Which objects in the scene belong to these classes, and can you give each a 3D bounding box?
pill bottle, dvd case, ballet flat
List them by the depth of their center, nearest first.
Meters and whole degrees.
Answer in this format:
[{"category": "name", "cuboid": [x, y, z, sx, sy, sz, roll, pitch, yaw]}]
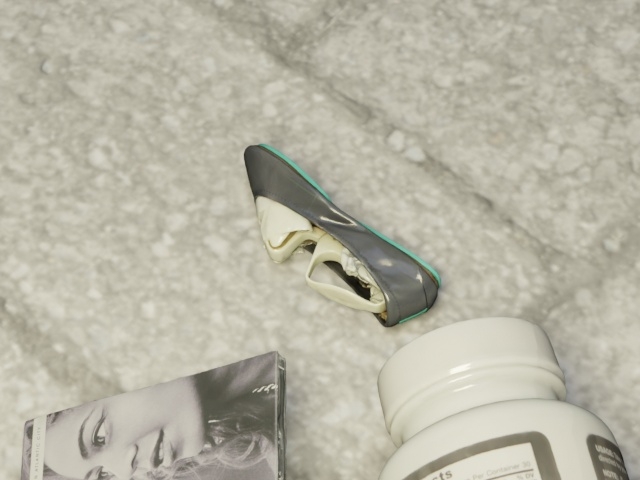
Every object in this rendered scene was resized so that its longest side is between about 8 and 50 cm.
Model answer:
[{"category": "pill bottle", "cuboid": [0.136, 0.218, 1.331, 0.176, 0.176, 0.318, -11, 58, -5]}, {"category": "dvd case", "cuboid": [-0.123, 0.178, 1.398, 0.221, 0.018, 0.164, -17, 54, 24]}, {"category": "ballet flat", "cuboid": [0.000, 0.000, 1.536, 0.203, 0.074, 0.074, 37, 66, 20]}]
